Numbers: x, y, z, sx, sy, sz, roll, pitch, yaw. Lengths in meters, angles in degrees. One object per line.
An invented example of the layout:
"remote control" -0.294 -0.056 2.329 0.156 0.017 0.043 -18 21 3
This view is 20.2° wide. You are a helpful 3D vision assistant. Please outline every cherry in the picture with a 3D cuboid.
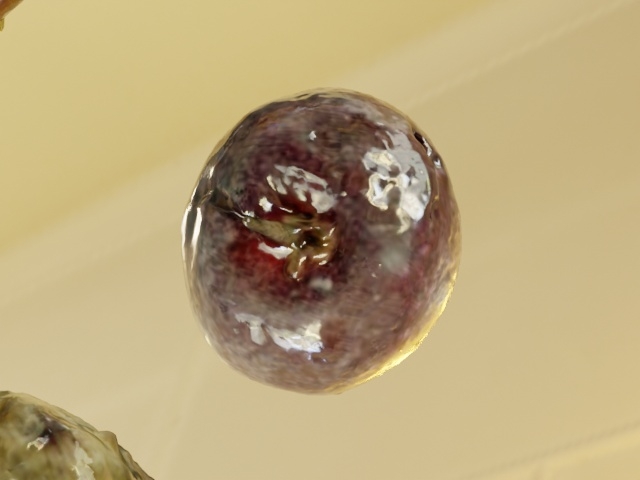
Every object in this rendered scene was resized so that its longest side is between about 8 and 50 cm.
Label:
"cherry" -0.001 -0.001 1.135 0.195 0.195 0.195 -35 -151 23

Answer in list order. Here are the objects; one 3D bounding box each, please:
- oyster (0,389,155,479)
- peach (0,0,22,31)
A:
"oyster" -0.161 0.147 0.693 0.294 0.166 0.094 -4 -156 -13
"peach" -0.195 -0.267 0.782 0.406 0.310 0.335 -32 -159 50
